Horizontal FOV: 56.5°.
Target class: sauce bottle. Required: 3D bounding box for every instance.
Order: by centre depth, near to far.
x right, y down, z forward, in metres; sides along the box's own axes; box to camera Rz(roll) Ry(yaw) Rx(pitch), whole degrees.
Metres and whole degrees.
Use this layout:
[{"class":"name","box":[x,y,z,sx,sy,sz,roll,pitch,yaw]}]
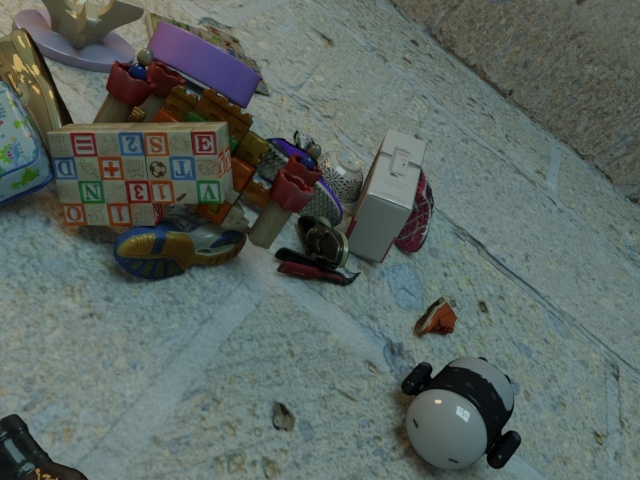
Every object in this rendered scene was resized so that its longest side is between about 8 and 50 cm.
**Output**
[{"class":"sauce bottle","box":[-0.312,0.371,0.753,0.344,0.111,0.111,48,39,10]}]

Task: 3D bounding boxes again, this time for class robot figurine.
[{"class":"robot figurine","box":[0.290,0.350,1.226,0.278,0.209,0.174,-25,107,-50]}]

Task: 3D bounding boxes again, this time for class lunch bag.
[{"class":"lunch bag","box":[-0.583,-0.163,1.034,0.176,0.090,0.219,-27,67,-16]}]

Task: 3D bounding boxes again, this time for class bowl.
[{"class":"bowl","box":[0.059,-0.194,1.645,0.170,0.080,0.170,23,40,-21]}]

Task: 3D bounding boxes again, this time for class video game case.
[{"class":"video game case","box":[-0.376,-0.536,1.669,0.206,0.026,0.227,8,49,-35]}]

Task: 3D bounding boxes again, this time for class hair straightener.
[{"class":"hair straightener","box":[-0.003,0.049,1.376,0.230,0.047,0.089,12,46,-31]}]

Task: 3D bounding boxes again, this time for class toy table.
[{"class":"toy table","box":[-0.558,-0.523,1.398,0.274,0.161,0.252,-4,55,-41]}]

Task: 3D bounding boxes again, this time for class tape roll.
[{"class":"tape roll","box":[-0.288,-0.428,1.471,0.274,0.090,0.275,28,6,-3]}]

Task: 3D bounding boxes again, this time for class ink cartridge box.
[{"class":"ink cartridge box","box":[0.166,-0.116,1.520,0.117,0.207,0.283,22,46,-1]}]

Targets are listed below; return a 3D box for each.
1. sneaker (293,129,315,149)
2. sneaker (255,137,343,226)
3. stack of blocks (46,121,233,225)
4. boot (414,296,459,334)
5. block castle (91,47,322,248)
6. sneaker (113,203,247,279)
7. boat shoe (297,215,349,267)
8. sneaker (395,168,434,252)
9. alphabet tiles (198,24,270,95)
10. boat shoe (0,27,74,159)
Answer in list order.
[{"class":"sneaker","box":[-0.036,-0.269,1.673,0.069,0.038,0.098,17,44,-25]},{"class":"sneaker","box":[-0.035,-0.164,1.517,0.293,0.102,0.146,44,37,6]},{"class":"stack of blocks","box":[-0.314,-0.120,1.070,0.297,0.171,0.087,0,22,5]},{"class":"boot","box":[0.291,0.202,1.463,0.085,0.059,0.158,52,38,7]},{"class":"block castle","box":[-0.216,-0.208,1.248,0.453,0.213,0.303,34,16,-6]},{"class":"sneaker","box":[-0.288,-0.010,1.171,0.131,0.112,0.296,48,29,24]},{"class":"boat shoe","box":[0.000,-0.001,1.365,0.073,0.080,0.223,10,19,-22]},{"class":"sneaker","box":[0.276,-0.084,1.692,0.112,0.120,0.299,51,36,-36]},{"class":"alphabet tiles","box":[-0.256,-0.537,1.752,0.198,0.009,0.237,11,47,-45]},{"class":"boat shoe","box":[-0.577,-0.273,1.190,0.110,0.122,0.341,-26,66,-12]}]
